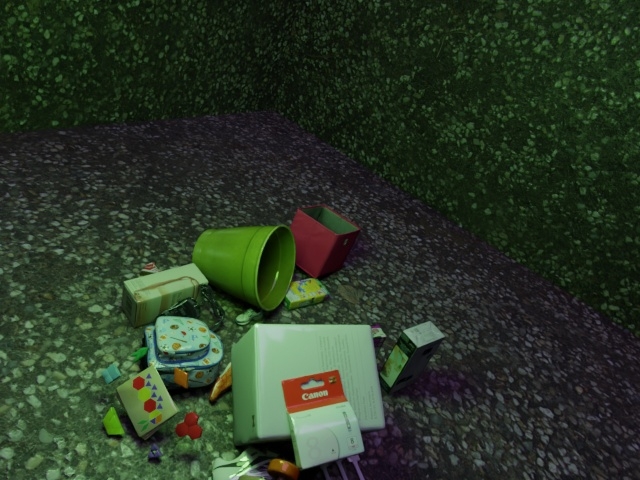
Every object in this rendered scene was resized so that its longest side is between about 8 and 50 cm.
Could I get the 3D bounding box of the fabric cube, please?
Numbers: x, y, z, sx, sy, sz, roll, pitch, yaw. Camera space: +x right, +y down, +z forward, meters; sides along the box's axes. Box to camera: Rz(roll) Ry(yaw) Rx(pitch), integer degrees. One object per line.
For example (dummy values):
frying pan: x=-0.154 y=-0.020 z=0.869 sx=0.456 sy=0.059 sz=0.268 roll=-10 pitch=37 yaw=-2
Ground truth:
fabric cube: x=0.000 y=0.000 z=2.341 sx=0.259 sy=0.258 sz=0.254 roll=34 pitch=24 yaw=23

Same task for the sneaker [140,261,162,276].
sneaker: x=-0.711 y=0.132 z=2.026 sx=0.119 sy=0.042 sz=0.067 roll=14 pitch=36 yaw=-3

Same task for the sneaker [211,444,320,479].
sneaker: x=-0.163 y=0.679 z=1.412 sx=0.331 sy=0.122 sz=0.146 roll=3 pitch=38 yaw=-24

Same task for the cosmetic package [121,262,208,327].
cosmetic package: x=-0.615 y=0.213 z=1.855 sx=0.296 sy=0.153 sz=0.129 roll=-18 pitch=49 yaw=-41

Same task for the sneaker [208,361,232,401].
sneaker: x=-0.333 y=0.501 z=1.650 sx=0.068 sy=0.064 sz=0.175 roll=35 pitch=38 yaw=2

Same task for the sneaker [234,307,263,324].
sneaker: x=-0.298 y=0.308 z=1.957 sx=0.135 sy=0.058 sz=0.052 roll=-17 pitch=46 yaw=-41

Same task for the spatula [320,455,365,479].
spatula: x=0.071 y=0.760 z=1.511 sx=0.168 sy=0.019 sz=0.242 roll=6 pitch=35 yaw=-29

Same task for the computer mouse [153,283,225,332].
computer mouse: x=-0.507 y=0.309 z=1.833 sx=0.262 sy=0.060 sz=0.184 roll=-38 pitch=97 yaw=-25

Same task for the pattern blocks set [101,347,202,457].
pattern blocks set: x=-0.528 y=0.497 z=1.435 sx=0.286 sy=0.026 sz=0.324 roll=-25 pitch=74 yaw=-3

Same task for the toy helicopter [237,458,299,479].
toy helicopter: x=-0.096 y=0.735 z=1.271 sx=0.355 sy=0.235 sz=0.140 roll=48 pitch=42 yaw=-25

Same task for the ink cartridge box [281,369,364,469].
ink cartridge box: x=0.005 y=0.486 z=1.290 sx=0.189 sy=0.066 sz=0.232 roll=-4 pitch=72 yaw=-25

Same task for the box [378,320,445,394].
box: x=0.350 y=0.463 z=1.838 sx=0.169 sy=0.289 sz=0.087 roll=-8 pitch=43 yaw=-38

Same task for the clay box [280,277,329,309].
clay box: x=-0.080 y=0.243 z=2.166 sx=0.222 sy=0.053 sz=0.127 roll=-7 pitch=39 yaw=-36

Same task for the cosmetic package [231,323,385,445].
cosmetic package: x=-0.056 y=0.464 z=1.501 sx=0.395 sy=0.329 sz=0.326 roll=5 pitch=64 yaw=-22

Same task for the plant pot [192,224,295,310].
plant pot: x=-0.341 y=0.090 z=2.012 sx=0.354 sy=0.365 sz=0.366 roll=9 pitch=29 yaw=20

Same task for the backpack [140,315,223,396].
backpack: x=-0.475 y=0.390 z=1.625 sx=0.264 sy=0.213 sz=0.276 roll=12 pitch=29 yaw=-29

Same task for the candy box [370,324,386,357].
candy box: x=0.140 y=0.438 z=1.819 sx=0.160 sy=0.233 sz=0.071 roll=-2 pitch=38 yaw=-27
